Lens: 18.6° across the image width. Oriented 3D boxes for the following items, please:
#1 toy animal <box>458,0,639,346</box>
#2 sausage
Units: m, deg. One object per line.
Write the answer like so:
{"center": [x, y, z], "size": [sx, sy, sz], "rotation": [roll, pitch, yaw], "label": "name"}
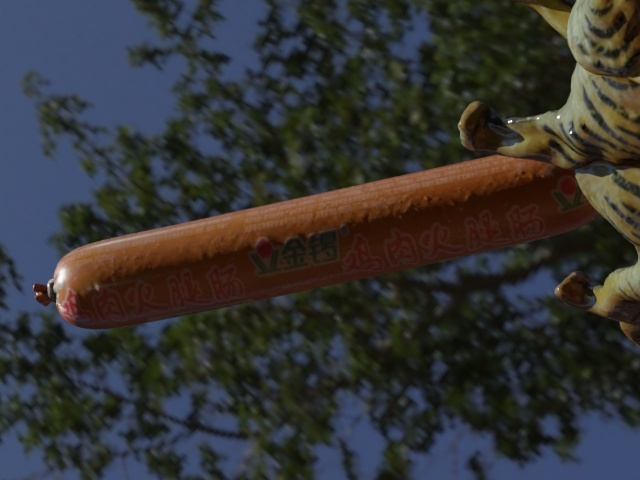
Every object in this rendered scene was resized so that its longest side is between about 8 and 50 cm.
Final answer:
{"center": [0.106, -0.022, 0.657], "size": [0.057, 0.099, 0.241], "rotation": [-47, -42, -18], "label": "toy animal"}
{"center": [0.000, 0.000, 1.094], "size": [0.348, 0.053, 0.053], "rotation": [-12, -62, 13], "label": "sausage"}
